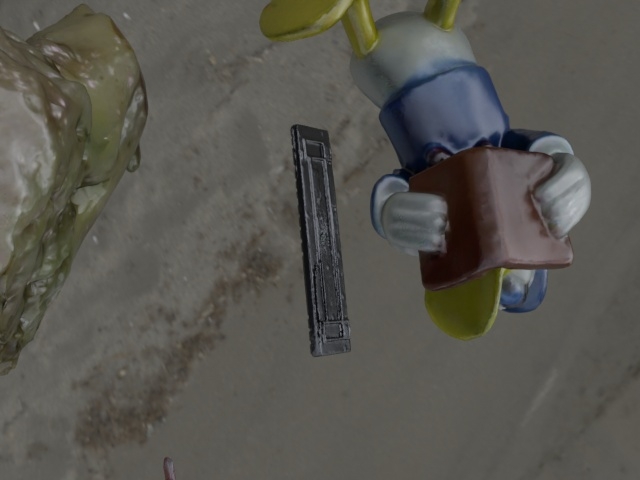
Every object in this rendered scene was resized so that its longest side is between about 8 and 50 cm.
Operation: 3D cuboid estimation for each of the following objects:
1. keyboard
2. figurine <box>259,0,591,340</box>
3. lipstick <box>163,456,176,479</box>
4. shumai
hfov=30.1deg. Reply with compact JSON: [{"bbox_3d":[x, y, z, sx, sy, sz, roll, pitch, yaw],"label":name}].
[{"bbox_3d":[0.000,0.000,1.063,0.061,0.013,0.205,2,81,-60],"label":"keyboard"},{"bbox_3d":[0.124,-0.052,0.884,0.204,0.284,0.338,-27,130,3],"label":"figurine"},{"bbox_3d":[-0.173,0.308,1.407,0.025,0.107,0.025,-24,153,22],"label":"lipstick"},{"bbox_3d":[-0.208,-0.034,0.844,0.283,0.217,0.346,-25,161,-43],"label":"shumai"}]
